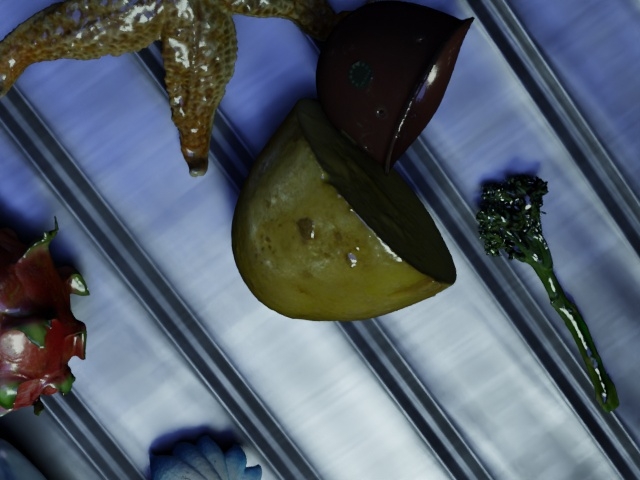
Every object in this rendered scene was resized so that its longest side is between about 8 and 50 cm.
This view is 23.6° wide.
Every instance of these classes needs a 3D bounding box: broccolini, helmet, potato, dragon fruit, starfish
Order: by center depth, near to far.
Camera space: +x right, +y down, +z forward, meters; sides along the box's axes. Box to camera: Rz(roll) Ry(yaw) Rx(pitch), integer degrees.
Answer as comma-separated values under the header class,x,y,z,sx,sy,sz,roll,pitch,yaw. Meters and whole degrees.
class,x,y,z,sx,sy,sz,roll,pitch,yaw
starfish,-0.125,-0.223,1.296,0.375,0.094,0.327,15,99,-20
helmet,0.054,-0.146,1.315,0.106,0.175,0.155,30,102,10
potato,0.000,0.000,1.339,0.203,0.178,0.158,37,114,-24
dragon fruit,-0.280,0.039,1.339,0.137,0.135,0.235,-7,87,3
broccolini,0.220,0.055,1.424,0.071,0.057,0.254,-17,107,44

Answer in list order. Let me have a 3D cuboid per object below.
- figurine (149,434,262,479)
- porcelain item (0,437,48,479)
class,x,y,z,sx,sy,sz,roll,pitch,yaw
figurine,-0.118,0.231,1.432,0.114,0.079,0.114,-2,85,20
porcelain item,-0.318,0.303,1.342,0.178,0.242,0.405,-32,108,22
